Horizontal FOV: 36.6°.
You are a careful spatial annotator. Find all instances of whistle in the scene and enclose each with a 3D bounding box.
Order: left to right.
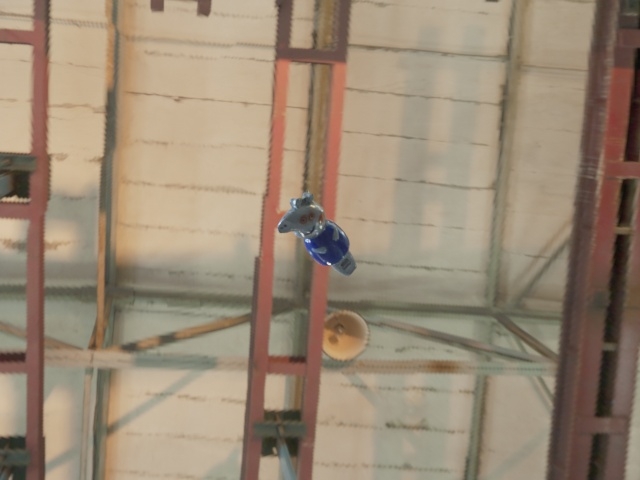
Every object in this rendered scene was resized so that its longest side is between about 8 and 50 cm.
[{"bbox_3d":[0.000,0.000,0.648,0.033,0.029,0.083,-48,-47,-6],"label":"whistle"}]
